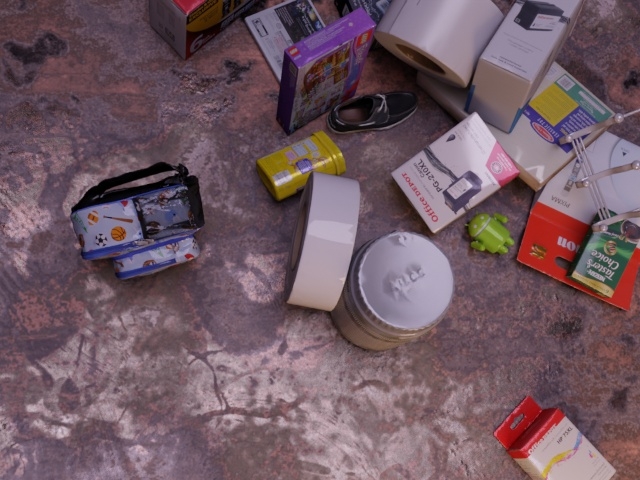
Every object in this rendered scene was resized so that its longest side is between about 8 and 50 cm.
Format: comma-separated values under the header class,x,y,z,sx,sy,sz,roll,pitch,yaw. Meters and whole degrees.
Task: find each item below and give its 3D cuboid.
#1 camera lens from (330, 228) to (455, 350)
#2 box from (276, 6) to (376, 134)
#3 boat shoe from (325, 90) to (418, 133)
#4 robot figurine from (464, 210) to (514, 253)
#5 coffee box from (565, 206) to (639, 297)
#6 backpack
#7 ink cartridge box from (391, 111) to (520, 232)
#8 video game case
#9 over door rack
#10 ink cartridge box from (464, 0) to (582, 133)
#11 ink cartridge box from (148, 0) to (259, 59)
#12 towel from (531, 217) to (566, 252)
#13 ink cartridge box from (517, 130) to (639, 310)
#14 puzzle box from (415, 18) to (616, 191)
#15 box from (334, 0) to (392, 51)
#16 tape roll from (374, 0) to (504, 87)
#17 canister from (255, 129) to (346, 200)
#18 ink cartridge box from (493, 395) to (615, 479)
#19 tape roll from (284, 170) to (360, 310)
class,x,y,z,sx,sy,sz,roll,pitch,yaw
camera lens,0.143,0.110,1.631,0.219,0.274,0.220,3,76,-10
box,0.005,-0.365,1.719,0.200,0.293,0.057,-33,77,-17
boat shoe,0.131,-0.308,1.842,0.233,0.079,0.084,-15,77,-15
robot figurine,0.394,-0.017,1.819,0.115,0.067,0.101,40,84,2
coffee box,0.662,0.029,1.817,0.113,0.040,0.184,30,86,-4
backpack,-0.369,-0.034,1.599,0.263,0.276,0.213,-8,90,-9
ink cartridge box,0.303,-0.148,1.775,0.237,0.100,0.172,-36,84,8
video game case,-0.064,-0.484,1.880,0.173,0.022,0.190,-27,81,-15
over door rack,0.726,-0.183,1.734,0.324,0.108,0.240,-22,95,2
ink cartridge box,0.464,-0.434,1.761,0.129,0.223,0.307,29,72,13
ink cartridge box,-0.231,-0.596,1.747,0.130,0.272,0.309,45,73,3
towel,0.547,-0.009,1.876,0.060,0.009,0.083,41,73,1
ink cartridge box,0.668,-0.070,1.865,0.308,0.091,0.385,24,69,-4
puzzle box,0.465,-0.339,1.872,0.272,0.052,0.409,-39,73,-14
box,0.138,-0.556,1.899,0.158,0.093,0.156,-18,79,-16
tape roll,0.264,-0.476,1.750,0.246,0.246,0.169,31,94,-1
canister,-0.046,-0.168,1.755,0.169,0.073,0.126,-25,46,-13
ink cartridge box,0.510,0.464,1.710,0.134,0.078,0.231,-42,86,-17
tape roll,0.000,0.000,1.631,0.100,0.286,0.286,11,74,-7
